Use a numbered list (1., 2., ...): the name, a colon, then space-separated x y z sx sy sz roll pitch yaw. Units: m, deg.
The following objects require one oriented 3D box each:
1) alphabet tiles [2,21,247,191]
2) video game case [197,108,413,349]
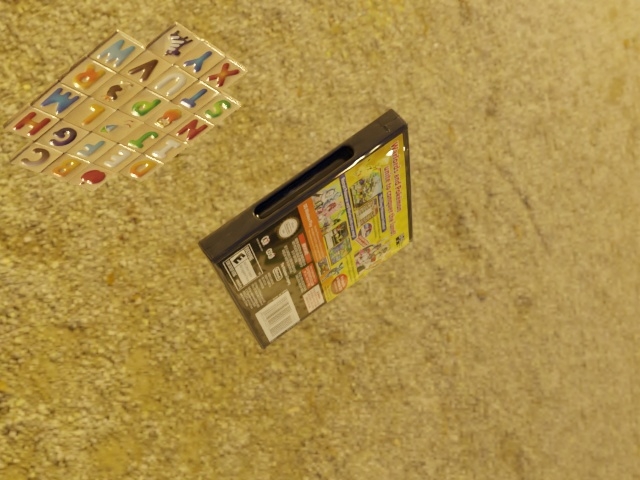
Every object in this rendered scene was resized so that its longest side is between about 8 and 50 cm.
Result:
1. alphabet tiles: -0.287 -0.189 1.215 0.285 0.342 0.011 22 39 -58
2. video game case: 0.000 0.000 0.936 0.248 0.035 0.275 -35 155 -10
